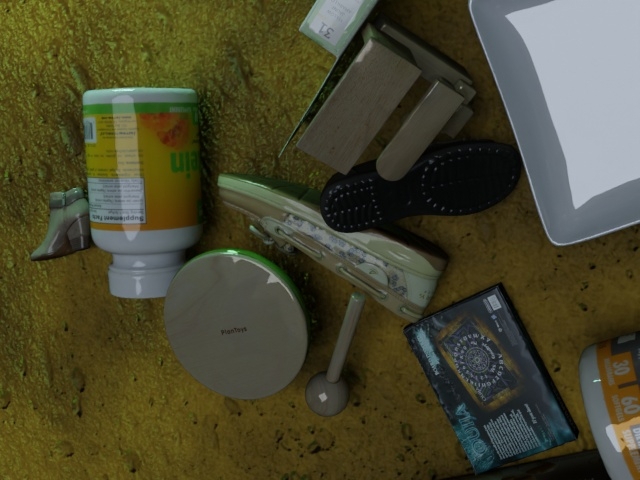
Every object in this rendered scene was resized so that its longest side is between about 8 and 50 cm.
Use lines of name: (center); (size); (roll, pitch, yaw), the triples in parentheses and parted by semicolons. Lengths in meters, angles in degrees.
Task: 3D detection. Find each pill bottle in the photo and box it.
pill bottle: (0.395, 0.136, 0.731); (0.278, 0.162, 0.162); (-22, 89, 25)
pill bottle: (-0.213, -0.059, 0.980); (0.136, 0.136, 0.246); (2, 99, 23)

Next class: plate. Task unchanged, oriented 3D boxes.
plate: (0.317, -0.164, 0.783); (0.278, 0.045, 0.277); (-19, 89, 25)

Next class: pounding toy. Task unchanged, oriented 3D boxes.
pounding toy: (-0.058, 0.092, 0.959); (0.236, 0.110, 0.183); (17, 112, 14)

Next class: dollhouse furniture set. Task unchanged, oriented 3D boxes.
dollhouse furniture set: (0.067, -0.137, 0.811); (0.144, 0.151, 0.123); (29, 115, -18)

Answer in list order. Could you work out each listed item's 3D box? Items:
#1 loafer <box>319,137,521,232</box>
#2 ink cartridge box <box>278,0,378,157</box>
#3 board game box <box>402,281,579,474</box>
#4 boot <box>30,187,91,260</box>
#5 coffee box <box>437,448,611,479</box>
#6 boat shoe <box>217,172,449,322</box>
loafer: (0.102, -0.071, 0.850); (0.220, 0.078, 0.080); (-9, 120, -7)
ink cartridge box: (0.011, -0.215, 0.838); (0.056, 0.171, 0.235); (35, 111, -6)
board game box: (0.188, 0.156, 0.899); (0.126, 0.026, 0.186); (-28, 87, 25)
boot: (-0.360, -0.023, 1.107); (0.118, 0.042, 0.087); (-13, 86, 24)
coffee box: (0.203, 0.308, 0.854); (0.246, 0.141, 0.098); (-20, 90, 25)
boat shoe: (0.000, 0.000, 0.914); (0.285, 0.104, 0.089); (24, 104, 18)
